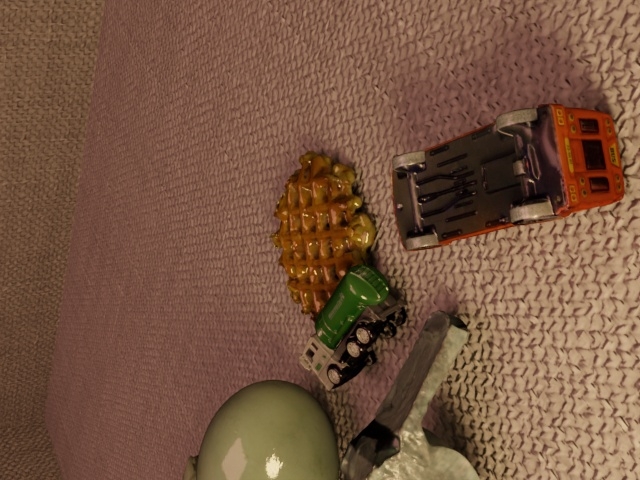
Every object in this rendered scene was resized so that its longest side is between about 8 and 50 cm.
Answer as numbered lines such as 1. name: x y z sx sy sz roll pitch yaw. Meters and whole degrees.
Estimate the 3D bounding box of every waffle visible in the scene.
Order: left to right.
1. waffle: 0.000 0.000 1.646 0.302 0.068 0.324 58 142 36

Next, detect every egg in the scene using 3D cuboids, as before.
1. egg: -0.102 0.449 1.698 0.276 0.276 0.388 40 129 49

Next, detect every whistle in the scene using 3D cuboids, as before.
1. whistle: 0.132 0.312 1.338 0.168 0.188 0.404 175 93 -82

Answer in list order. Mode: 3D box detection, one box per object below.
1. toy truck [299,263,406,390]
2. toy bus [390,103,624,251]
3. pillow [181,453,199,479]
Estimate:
1. toy truck: 0.053 0.152 1.529 0.125 0.101 0.242 46 136 18
2. toy bus: 0.232 -0.075 1.171 0.329 0.153 0.142 -18 79 57
3. pillow: -0.265 0.725 2.159 0.310 0.138 0.283 58 149 38
